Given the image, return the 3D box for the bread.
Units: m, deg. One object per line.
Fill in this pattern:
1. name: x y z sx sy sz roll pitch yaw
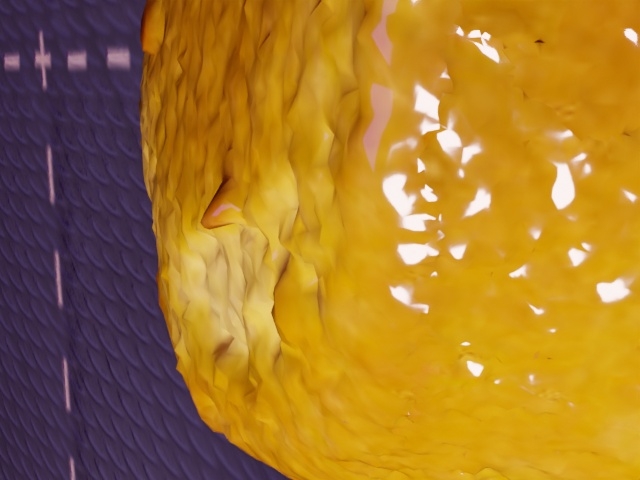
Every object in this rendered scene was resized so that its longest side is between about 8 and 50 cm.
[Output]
1. bread: 0.056 -0.079 0.493 0.358 0.204 0.336 162 116 -75
